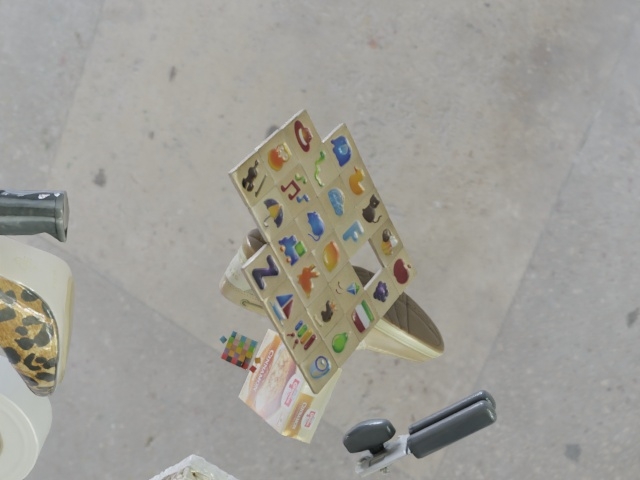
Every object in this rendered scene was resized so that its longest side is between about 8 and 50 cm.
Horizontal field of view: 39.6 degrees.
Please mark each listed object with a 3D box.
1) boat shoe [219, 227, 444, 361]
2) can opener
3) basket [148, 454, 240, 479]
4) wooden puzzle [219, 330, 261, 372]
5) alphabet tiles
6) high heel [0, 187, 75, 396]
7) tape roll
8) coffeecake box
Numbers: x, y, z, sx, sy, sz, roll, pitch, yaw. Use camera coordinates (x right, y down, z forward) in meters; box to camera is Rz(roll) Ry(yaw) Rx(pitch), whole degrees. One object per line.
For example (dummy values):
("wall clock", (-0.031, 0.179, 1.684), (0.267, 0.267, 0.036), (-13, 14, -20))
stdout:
("boat shoe", (0.018, 0.090, 1.137), (0.098, 0.302, 0.109), (-56, 20, 25))
("can opener", (0.169, 0.331, 1.536), (0.280, 0.074, 0.093), (-26, 105, 17))
("basket", (-0.259, 0.680, 1.892), (0.328, 0.266, 0.331), (36, 138, -14))
("wooden puzzle", (-0.131, 0.178, 1.439), (0.083, 0.006, 0.049), (21, 86, 22))
("alphabet tiles", (0.000, 0.000, 0.888), (0.009, 0.198, 0.237), (-2, 125, 46))
("high heel", (-0.313, 0.049, 0.775), (0.093, 0.186, 0.261), (-99, 16, -47))
("tape roll", (-0.675, 0.352, 1.722), (0.286, 0.100, 0.286), (1, 119, 2))
("coffeecake box", (-0.058, 0.259, 1.601), (0.185, 0.068, 0.142), (22, 87, 59))
